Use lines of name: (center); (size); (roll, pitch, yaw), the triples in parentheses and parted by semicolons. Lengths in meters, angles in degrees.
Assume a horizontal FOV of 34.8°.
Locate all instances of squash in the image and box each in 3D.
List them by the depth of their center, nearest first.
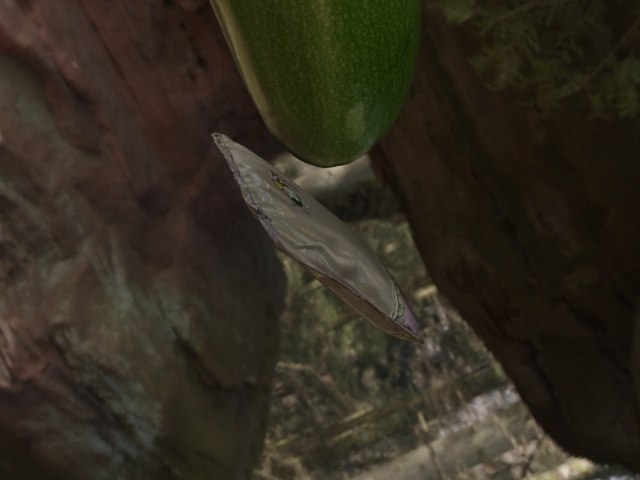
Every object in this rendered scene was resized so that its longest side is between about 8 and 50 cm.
squash: (-0.027, -0.180, 0.410); (0.395, 0.107, 0.107); (66, 4, -45)

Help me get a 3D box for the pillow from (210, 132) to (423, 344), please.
pillow: (0.000, 0.000, 0.761); (0.232, 0.038, 0.131); (39, 15, -46)
